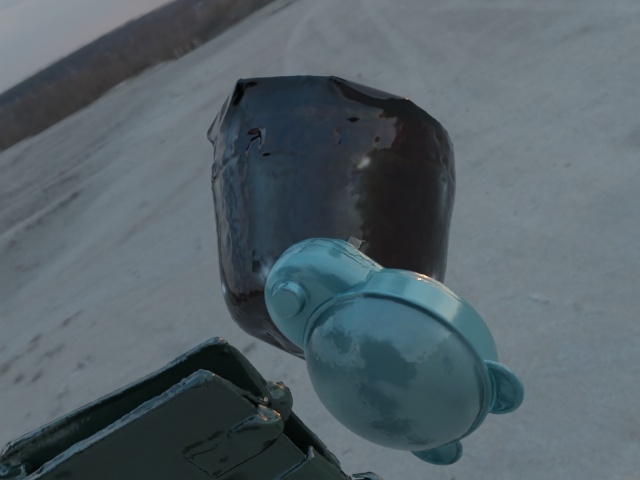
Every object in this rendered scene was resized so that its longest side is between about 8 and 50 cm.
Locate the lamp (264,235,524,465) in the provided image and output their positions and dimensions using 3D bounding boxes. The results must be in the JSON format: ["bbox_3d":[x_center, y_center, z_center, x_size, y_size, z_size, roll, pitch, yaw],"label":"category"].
[{"bbox_3d":[0.062,0.112,0.881,0.147,0.284,0.209,-24,-23,-45],"label":"lamp"}]

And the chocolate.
[{"bbox_3d":[0.000,0.000,1.167,0.384,0.384,0.331,-7,67,49],"label":"chocolate"}]

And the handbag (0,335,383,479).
[{"bbox_3d":[-0.093,0.213,0.619,0.260,0.247,0.079,-32,23,17],"label":"handbag"}]
